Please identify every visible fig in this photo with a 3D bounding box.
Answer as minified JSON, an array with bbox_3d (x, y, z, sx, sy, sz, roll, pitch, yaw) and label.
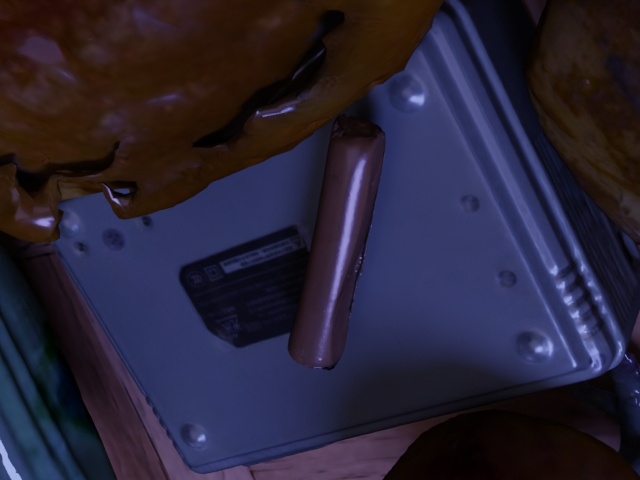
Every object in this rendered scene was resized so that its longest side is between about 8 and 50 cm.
[{"bbox_3d":[0.095,0.176,0.552,0.159,0.159,0.257,20,162,15],"label":"fig"}]

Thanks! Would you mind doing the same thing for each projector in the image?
[{"bbox_3d":[0.000,0.000,0.545,0.256,0.099,0.192,-20,105,32],"label":"projector"}]

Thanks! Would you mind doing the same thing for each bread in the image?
[{"bbox_3d":[-0.115,-0.174,0.370,0.336,0.204,0.358,-2,138,13],"label":"bread"}]

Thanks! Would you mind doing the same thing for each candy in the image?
[{"bbox_3d":[-0.276,0.115,0.711,0.397,0.172,0.263,-7,109,43],"label":"candy"}]

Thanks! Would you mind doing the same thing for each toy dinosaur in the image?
[{"bbox_3d":[0.180,0.133,0.567,0.082,0.039,0.209,-8,117,26],"label":"toy dinosaur"}]

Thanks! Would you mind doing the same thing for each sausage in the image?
[{"bbox_3d":[0.006,0.002,0.469,0.026,0.026,0.116,20,122,15],"label":"sausage"}]

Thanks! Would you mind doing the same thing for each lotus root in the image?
[{"bbox_3d":[0.146,-0.076,0.429,0.135,0.095,0.159,38,109,4],"label":"lotus root"}]
